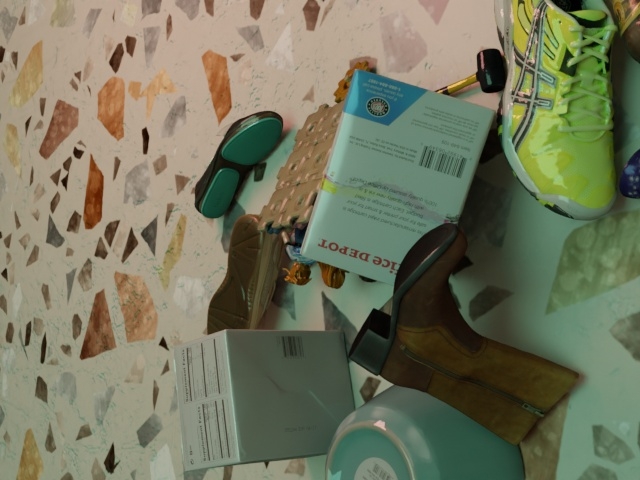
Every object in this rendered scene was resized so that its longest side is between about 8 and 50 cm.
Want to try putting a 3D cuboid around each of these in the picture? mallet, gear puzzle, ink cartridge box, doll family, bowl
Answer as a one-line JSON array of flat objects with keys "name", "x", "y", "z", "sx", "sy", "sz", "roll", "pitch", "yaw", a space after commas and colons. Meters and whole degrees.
[{"name": "mallet", "x": 0.205, "y": -0.245, "z": 1.377, "sx": 0.189, "sy": 0.039, "sz": 0.062, "roll": -8, "pitch": 80, "yaw": 49}, {"name": "gear puzzle", "x": 0.007, "y": -0.157, "z": 1.492, "sx": 0.175, "sy": 0.044, "sz": 0.339, "roll": -10, "pitch": 52, "yaw": 56}, {"name": "ink cartridge box", "x": 0.112, "y": -0.088, "z": 1.286, "sx": 0.198, "sy": 0.197, "sz": 0.270, "roll": 18, "pitch": 101, "yaw": 5}, {"name": "doll family", "x": 0.000, "y": 0.000, "z": 1.498, "sx": 0.263, "sy": 0.118, "sz": 0.163, "roll": 10, "pitch": 90, "yaw": 48}, {"name": "bowl", "x": 0.124, "y": 0.349, "z": 1.306, "sx": 0.311, "sy": 0.163, "sz": 0.312, "roll": -7, "pitch": 80, "yaw": 46}]

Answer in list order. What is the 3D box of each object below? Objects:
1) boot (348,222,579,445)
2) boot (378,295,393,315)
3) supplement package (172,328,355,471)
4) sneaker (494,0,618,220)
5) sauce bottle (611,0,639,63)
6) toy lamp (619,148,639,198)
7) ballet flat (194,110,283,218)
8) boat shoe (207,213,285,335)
[{"name": "boot", "x": 0.212, "y": 0.132, "z": 1.169, "sx": 0.280, "sy": 0.096, "sz": 0.264, "roll": 27, "pitch": 117, "yaw": -3}, {"name": "boot", "x": 0.132, "y": 0.138, "z": 1.406, "sx": 0.087, "sy": 0.042, "sz": 0.118, "roll": -28, "pitch": 67, "yaw": 38}, {"name": "supplement package", "x": -0.087, "y": 0.257, "z": 1.459, "sx": 0.145, "sy": 0.262, "sz": 0.204, "roll": -22, "pitch": 70, "yaw": 42}, {"name": "sneaker", "x": 0.312, "y": -0.216, "z": 1.154, "sx": 0.147, "sy": 0.145, "sz": 0.385, "roll": 132, "pitch": 131, "yaw": -71}, {"name": "sauce bottle", "x": 0.419, "y": -0.304, "z": 1.105, "sx": 0.111, "sy": 0.111, "sz": 0.344, "roll": -24, "pitch": 68, "yaw": 42}, {"name": "toy lamp", "x": 0.482, "y": -0.030, "z": 1.036, "sx": 0.274, "sy": 0.080, "sz": 0.080, "roll": 35, "pitch": 110, "yaw": 41}, {"name": "ballet flat", "x": -0.172, "y": -0.165, "z": 1.717, "sx": 0.280, "sy": 0.095, "sz": 0.096, "roll": -50, "pitch": 42, "yaw": 30}, {"name": "boat shoe", "x": -0.127, "y": 0.092, "z": 1.640, "sx": 0.109, "sy": 0.098, "sz": 0.302, "roll": 28, "pitch": 113, "yaw": 34}]
